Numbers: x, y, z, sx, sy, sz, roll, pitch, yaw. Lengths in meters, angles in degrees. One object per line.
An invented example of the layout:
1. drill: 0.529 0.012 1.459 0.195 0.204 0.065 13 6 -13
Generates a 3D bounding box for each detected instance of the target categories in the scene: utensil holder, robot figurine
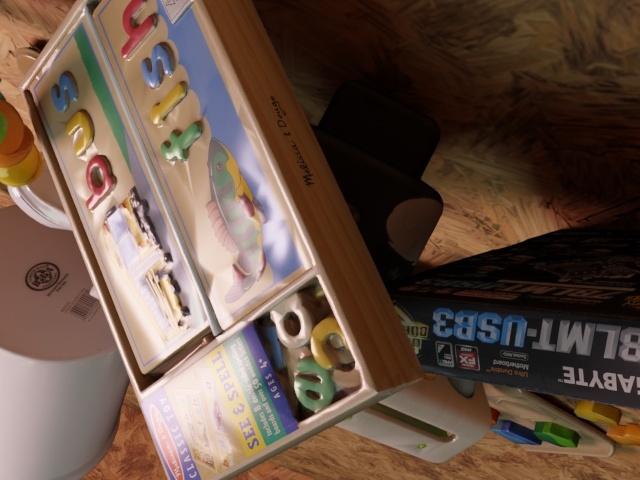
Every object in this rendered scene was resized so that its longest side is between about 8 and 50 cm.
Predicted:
1. utensil holder: -0.457 0.173 1.571 0.327 0.328 0.385 25 134 0
2. robot figurine: -0.002 -0.001 0.873 0.173 0.278 0.209 30 -175 35

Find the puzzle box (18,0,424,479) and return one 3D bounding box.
1. puzzle box: -0.105 -0.024 0.777 0.052 0.409 0.272 -11 161 -44

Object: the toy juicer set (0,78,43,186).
1. toy juicer set: -0.334 -0.155 0.952 0.209 0.089 0.329 55 169 -19

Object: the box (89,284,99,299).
1. box: -0.202 0.024 1.297 0.130 0.170 0.091 31 158 -17

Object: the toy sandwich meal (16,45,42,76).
1. toy sandwich meal: -0.306 -0.193 1.110 0.085 0.029 0.085 26 155 14

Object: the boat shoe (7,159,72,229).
1. boat shoe: -0.301 -0.042 1.363 0.267 0.096 0.088 31 154 -17

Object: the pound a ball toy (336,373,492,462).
1. pound a ball toy: 0.084 0.154 1.354 0.319 0.208 0.136 29 123 -34

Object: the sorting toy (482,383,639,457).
1. sorting toy: 0.328 0.269 1.460 0.229 0.041 0.307 34 157 -22

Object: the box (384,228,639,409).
1. box: 0.231 0.048 0.779 0.293 0.073 0.295 -16 -168 -42
